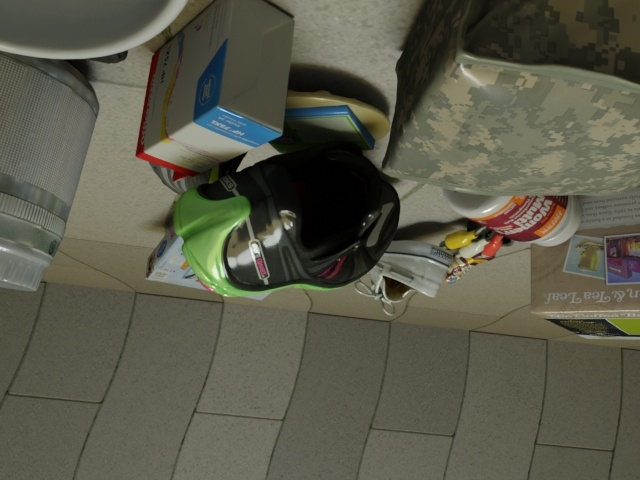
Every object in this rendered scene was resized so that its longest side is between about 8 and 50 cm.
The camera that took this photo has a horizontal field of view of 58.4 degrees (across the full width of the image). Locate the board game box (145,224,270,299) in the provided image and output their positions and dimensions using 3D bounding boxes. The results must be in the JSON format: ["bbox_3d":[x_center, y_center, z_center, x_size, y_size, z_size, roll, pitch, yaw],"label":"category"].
[{"bbox_3d":[-0.213,0.036,1.367,0.318,0.065,0.319,15,148,-29],"label":"board game box"}]

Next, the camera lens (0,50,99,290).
[{"bbox_3d":[-0.397,-0.095,0.667,0.220,0.274,0.219,9,167,2],"label":"camera lens"}]

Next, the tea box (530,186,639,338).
[{"bbox_3d":[0.562,0.041,0.945,0.329,0.219,0.324,-6,162,38],"label":"tea box"}]

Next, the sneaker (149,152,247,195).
[{"bbox_3d":[-0.189,-0.116,0.830,0.121,0.111,0.300,31,163,-17],"label":"sneaker"}]

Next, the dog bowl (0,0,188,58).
[{"bbox_3d":[-0.195,-0.236,0.336,0.265,0.104,0.265,3,156,1],"label":"dog bowl"}]

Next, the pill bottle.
[{"bbox_3d":[0.289,-0.065,0.843,0.221,0.121,0.121,19,160,-40],"label":"pill bottle"}]

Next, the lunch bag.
[{"bbox_3d":[0.225,-0.137,0.507,0.287,0.168,0.235,11,165,-4],"label":"lunch bag"}]

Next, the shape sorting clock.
[{"bbox_3d":[-0.011,-0.157,0.761,0.206,0.040,0.206,4,169,1],"label":"shape sorting clock"}]

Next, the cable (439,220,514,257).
[{"bbox_3d":[0.339,-0.018,1.088,0.140,0.072,0.287,11,166,-6],"label":"cable"}]

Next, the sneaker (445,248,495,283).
[{"bbox_3d":[0.334,0.062,1.373,0.070,0.083,0.186,18,161,-39],"label":"sneaker"}]

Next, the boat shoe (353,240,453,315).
[{"bbox_3d":[0.161,0.091,1.321,0.136,0.156,0.367,23,170,-24],"label":"boat shoe"}]

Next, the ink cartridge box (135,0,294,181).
[{"bbox_3d":[-0.132,-0.156,0.630,0.078,0.134,0.231,17,161,-38],"label":"ink cartridge box"}]

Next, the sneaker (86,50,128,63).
[{"bbox_3d":[-0.219,-0.221,0.593,0.170,0.051,0.089,6,166,18],"label":"sneaker"}]

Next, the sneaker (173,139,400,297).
[{"bbox_3d":[0.021,-0.029,0.796,0.202,0.185,0.483,-25,176,29],"label":"sneaker"}]
